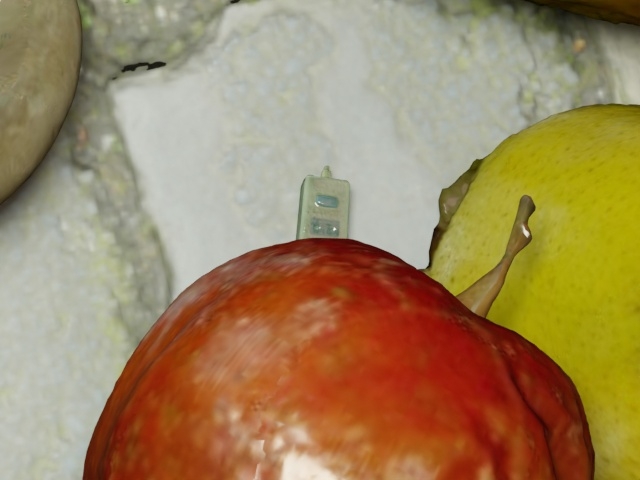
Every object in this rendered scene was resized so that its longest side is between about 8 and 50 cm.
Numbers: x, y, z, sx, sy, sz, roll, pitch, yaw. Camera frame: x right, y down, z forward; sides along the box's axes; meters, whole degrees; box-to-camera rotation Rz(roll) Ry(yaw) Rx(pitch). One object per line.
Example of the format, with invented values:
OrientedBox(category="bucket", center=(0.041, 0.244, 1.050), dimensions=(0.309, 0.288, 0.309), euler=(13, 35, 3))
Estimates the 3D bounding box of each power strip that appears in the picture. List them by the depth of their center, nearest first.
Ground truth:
OrientedBox(category="power strip", center=(0.000, 0.000, 1.020), dimensions=(0.027, 0.017, 0.083), euler=(6, 76, -11))

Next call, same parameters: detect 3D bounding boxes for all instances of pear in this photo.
OrientedBox(category="pear", center=(0.191, 0.036, 0.969), dimensions=(0.267, 0.178, 0.267), euler=(4, 74, -15))

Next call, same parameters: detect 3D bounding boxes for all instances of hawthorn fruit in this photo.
OrientedBox(category="hawthorn fruit", center=(0.027, 0.091, 0.892), dimensions=(0.242, 0.242, 0.272), euler=(32, 70, -2))

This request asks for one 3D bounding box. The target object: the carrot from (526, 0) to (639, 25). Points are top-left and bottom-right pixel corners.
OrientedBox(category="carrot", center=(0.199, -0.223, 1.005), dimensions=(0.340, 0.241, 0.241), euler=(10, 74, -6))

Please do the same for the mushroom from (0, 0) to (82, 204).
OrientedBox(category="mushroom", center=(-0.212, -0.102, 0.910), dimensions=(0.204, 0.204, 0.204), euler=(3, 75, -11))
